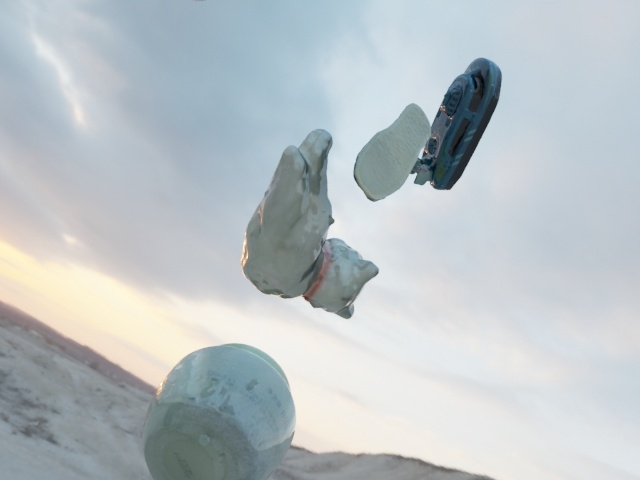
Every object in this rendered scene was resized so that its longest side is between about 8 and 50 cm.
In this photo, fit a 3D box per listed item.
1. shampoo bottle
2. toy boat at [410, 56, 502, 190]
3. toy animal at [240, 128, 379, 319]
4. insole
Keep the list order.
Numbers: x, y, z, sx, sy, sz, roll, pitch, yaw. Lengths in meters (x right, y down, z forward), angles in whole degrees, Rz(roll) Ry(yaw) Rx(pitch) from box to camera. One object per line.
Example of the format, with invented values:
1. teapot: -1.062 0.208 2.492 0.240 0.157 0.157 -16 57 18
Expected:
1. shampoo bottle: -0.218 0.399 1.208 0.322 0.322 0.317 29 17 1
2. toy boat: 0.286 -0.259 1.213 0.092 0.299 0.134 7 31 -22
3. toy animal: 0.000 0.000 0.835 0.188 0.266 0.308 43 -61 17
4. insole: 0.110 -0.130 0.777 0.011 0.248 0.081 -21 -69 41
